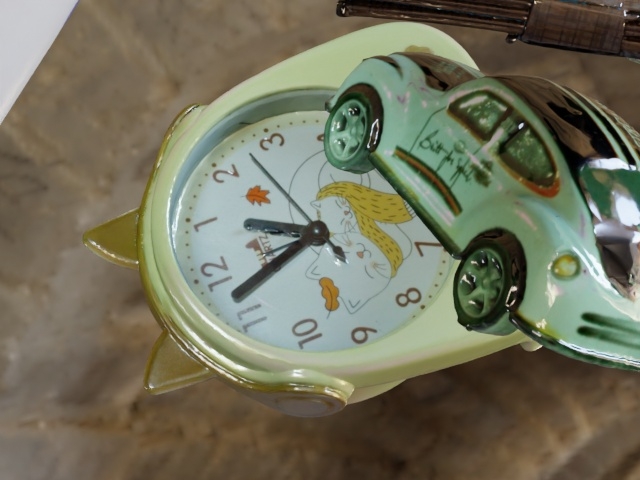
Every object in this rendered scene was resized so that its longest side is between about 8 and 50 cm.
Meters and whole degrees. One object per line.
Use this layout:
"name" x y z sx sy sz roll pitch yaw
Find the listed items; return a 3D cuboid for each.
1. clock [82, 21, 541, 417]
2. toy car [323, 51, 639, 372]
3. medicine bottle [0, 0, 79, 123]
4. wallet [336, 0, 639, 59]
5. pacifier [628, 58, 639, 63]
"clock" 0.000 0.000 1.339 0.348 0.286 0.117 -21 -22 -10
"toy car" 0.120 -0.039 1.016 0.136 0.306 0.125 12 -62 -34
"medicine bottle" -0.097 -0.147 0.483 0.341 0.130 0.130 -58 -19 3
"wallet" 0.127 -0.129 0.856 0.230 0.042 0.124 10 31 4
"pacifier" 0.233 -0.150 0.985 0.150 0.127 0.116 14 22 1
